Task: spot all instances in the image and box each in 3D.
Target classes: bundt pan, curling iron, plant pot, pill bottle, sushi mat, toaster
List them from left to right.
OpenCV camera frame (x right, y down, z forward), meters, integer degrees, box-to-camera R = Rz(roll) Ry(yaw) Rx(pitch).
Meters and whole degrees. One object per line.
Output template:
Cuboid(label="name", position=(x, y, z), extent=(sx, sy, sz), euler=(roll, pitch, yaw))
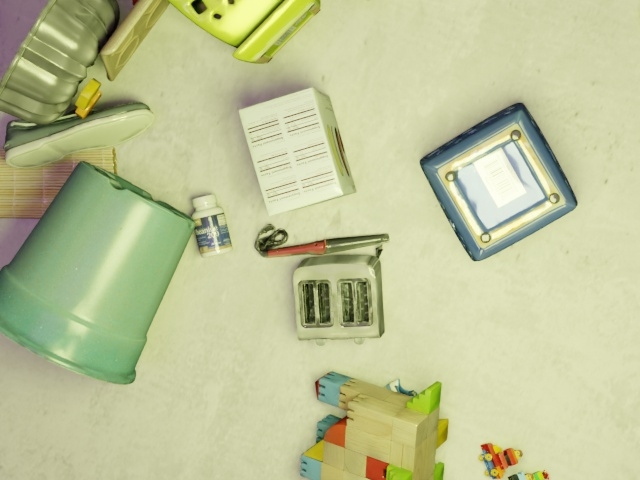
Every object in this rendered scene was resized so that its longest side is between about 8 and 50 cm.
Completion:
Cuboid(label="sushi mat", position=(-0.578, -0.120, 1.914), extent=(0.317, 0.019, 0.151), euler=(0, 93, 9))
Cuboid(label="bundt pan", position=(-0.494, -0.358, 1.746), extent=(0.124, 0.331, 0.330), euler=(31, 99, -18))
Cuboid(label="plant pot", position=(-0.430, 0.048, 1.761), extent=(0.341, 0.341, 0.334), euler=(29, 91, 6))
Cuboid(label="pill bottle", position=(-0.222, -0.030, 1.838), extent=(0.067, 0.067, 0.120), euler=(-13, 92, 10))
Cuboid(label="plant pot", position=(-0.131, -0.459, 1.718), extent=(0.227, 0.228, 0.207), euler=(-44, 94, 9))
Cuboid(label="curling iron", position=(0.000, 0.000, 1.821), extent=(0.274, 0.035, 0.068), euler=(0, 94, 9))
Cuboid(label="toaster", position=(0.039, 0.108, 1.780), extent=(0.168, 0.110, 0.185), euler=(-2, 98, 9))
Cuboid(label="plant pot", position=(0.326, -0.104, 1.672), extent=(0.236, 0.212, 0.235), euler=(-29, 89, 11))

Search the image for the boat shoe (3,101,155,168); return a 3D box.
Cuboid(label="boat shoe", position=(-0.493, -0.236, 1.844), extent=(0.320, 0.116, 0.099), euler=(-16, 72, 9))

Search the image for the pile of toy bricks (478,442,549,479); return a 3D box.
Cuboid(label="pile of toy bricks", position=(0.400, 0.483, 1.769), extent=(0.105, 0.118, 0.212), euler=(-17, 81, -22))

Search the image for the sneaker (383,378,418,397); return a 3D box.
Cuboid(label="sneaker", position=(0.182, 0.334, 1.809), extent=(0.144, 0.053, 0.059), euler=(40, 97, 3))

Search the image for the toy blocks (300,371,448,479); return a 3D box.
Cuboid(label="toy blocks", position=(0.082, 0.427, 1.762), extent=(0.261, 0.191, 0.381), euler=(13, 110, 31))

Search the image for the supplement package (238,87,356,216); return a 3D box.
Cuboid(label="supplement package", position=(-0.038, -0.166, 1.734), extent=(0.149, 0.194, 0.203), euler=(-15, 92, 11))

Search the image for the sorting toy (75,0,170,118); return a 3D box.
Cuboid(label="sorting toy", position=(-0.377, -0.375, 1.722), extent=(0.041, 0.229, 0.307), euler=(35, 82, -8))
